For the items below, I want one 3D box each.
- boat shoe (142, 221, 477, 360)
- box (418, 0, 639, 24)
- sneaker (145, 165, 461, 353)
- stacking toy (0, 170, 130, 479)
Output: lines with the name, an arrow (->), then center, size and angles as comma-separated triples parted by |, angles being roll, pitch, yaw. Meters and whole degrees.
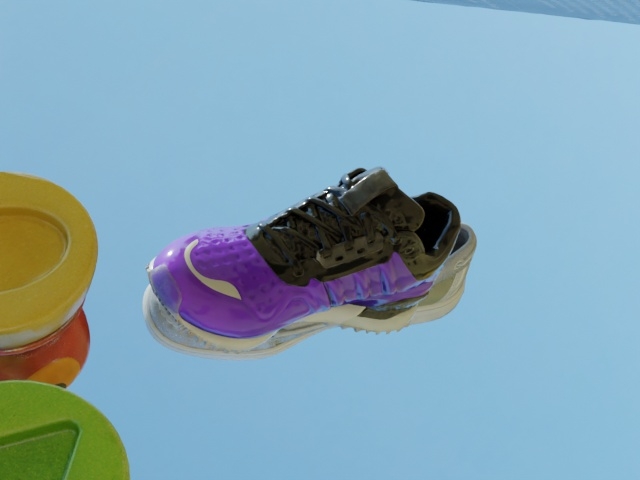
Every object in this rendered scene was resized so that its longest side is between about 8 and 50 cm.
boat shoe -> -0.010, 0.035, 1.552 | 0.103, 0.320, 0.118 | 105, 157, -58
box -> 0.170, -0.210, 1.008 | 0.191, 0.381, 0.143 | -2, -78, -72
sneaker -> 0.000, -0.001, 1.270 | 0.293, 0.146, 0.102 | -4, -128, -47
stacking toy -> -0.254, 0.127, 0.954 | 0.130, 0.309, 0.279 | 95, 155, -53
